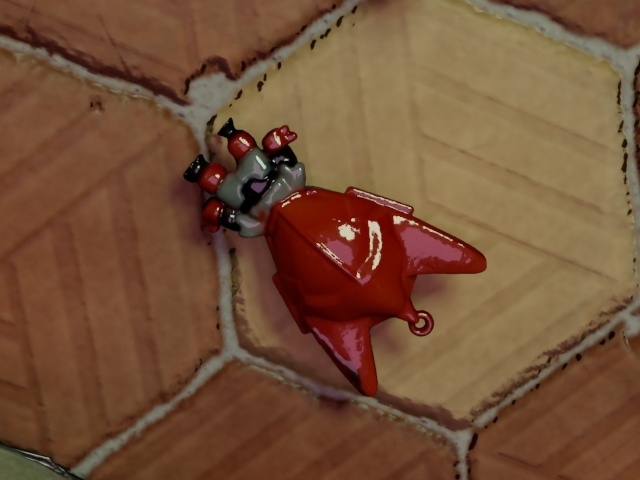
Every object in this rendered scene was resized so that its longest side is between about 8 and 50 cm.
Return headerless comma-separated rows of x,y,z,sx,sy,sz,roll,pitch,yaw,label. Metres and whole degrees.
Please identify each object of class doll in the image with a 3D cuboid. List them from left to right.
0.000,0.000,0.624,0.169,0.057,0.109,39,97,-10,doll

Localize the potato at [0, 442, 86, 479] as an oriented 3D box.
-0.174,0.243,0.565,0.300,0.246,0.196,32,93,-3,potato
